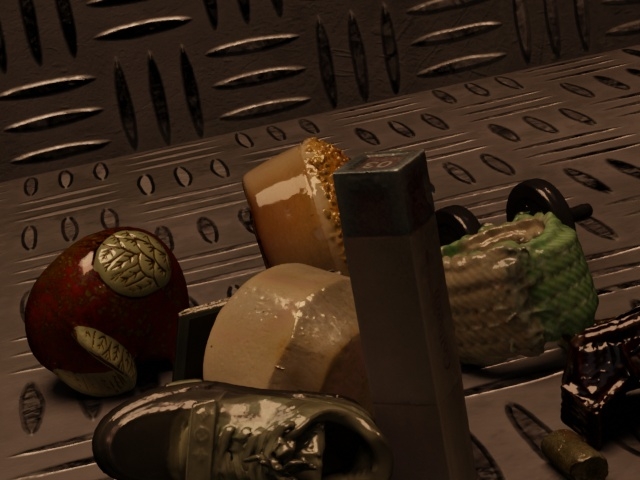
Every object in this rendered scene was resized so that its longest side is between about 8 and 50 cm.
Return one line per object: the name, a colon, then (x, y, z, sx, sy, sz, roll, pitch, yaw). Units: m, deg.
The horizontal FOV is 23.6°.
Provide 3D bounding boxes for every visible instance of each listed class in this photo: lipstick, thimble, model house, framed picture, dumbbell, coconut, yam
lipstick: (0.090, 0.095, 1.574, 0.080, 0.371, 0.076, -3, 18, 27)
thimble: (0.243, 0.060, 1.958, 0.219, 0.150, 0.219, -20, 9, 3)
model house: (0.363, 0.160, 1.691, 0.203, 0.141, 0.164, -28, 34, 15)
framed picture: (-0.087, 0.121, 1.956, 0.217, 0.017, 0.274, -13, -25, -16)
dumbbell: (0.261, 0.000, 2.224, 0.325, 0.143, 0.143, -18, 17, -24)
coconut: (-0.019, 0.140, 1.782, 0.241, 0.241, 0.241, -10, 16, 3)
yam: (0.266, 0.227, 1.609, 0.043, 0.043, 0.094, -14, 17, -10)

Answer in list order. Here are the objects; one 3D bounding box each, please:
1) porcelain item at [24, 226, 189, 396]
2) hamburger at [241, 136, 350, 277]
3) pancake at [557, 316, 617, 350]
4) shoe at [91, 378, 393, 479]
porcelain item: (-0.279, 0.109, 2.157, 0.253, 0.253, 0.253, -10, 16, 3)
hamburger: (0.000, 0.000, 2.147, 0.170, 0.302, 0.302, -19, 16, -1)
pancake: (0.364, 0.120, 1.955, 0.129, 0.022, 0.116, -11, 15, -8)
shoe: (-0.064, 0.200, 1.480, 0.293, 0.109, 0.149, 0, 6, -21)
